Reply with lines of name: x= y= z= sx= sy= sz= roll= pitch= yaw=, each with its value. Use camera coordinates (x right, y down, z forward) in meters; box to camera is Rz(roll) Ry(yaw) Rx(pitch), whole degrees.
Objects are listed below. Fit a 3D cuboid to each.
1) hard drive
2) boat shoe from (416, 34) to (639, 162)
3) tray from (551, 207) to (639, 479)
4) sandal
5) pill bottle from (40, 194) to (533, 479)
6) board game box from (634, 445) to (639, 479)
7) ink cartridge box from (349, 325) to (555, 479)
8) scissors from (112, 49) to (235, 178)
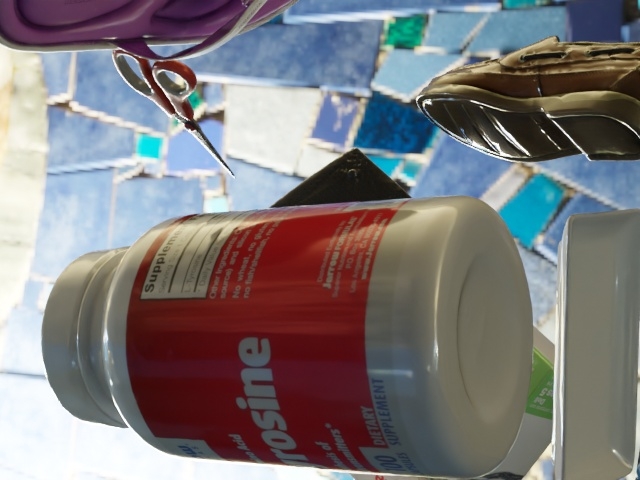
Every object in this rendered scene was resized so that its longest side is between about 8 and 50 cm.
hard drive: x=0.000 y=0.000 z=1.465 sx=0.172 sy=0.255 sz=0.054 roll=46 pitch=170 yaw=35
boat shoe: x=0.234 y=-0.149 z=1.105 sx=0.307 sy=0.104 sz=0.111 roll=15 pitch=158 yaw=49
tray: x=0.262 y=0.105 z=1.035 sx=0.030 sy=0.270 sz=0.145 roll=5 pitch=-173 yaw=41
sandal: x=-0.119 y=-0.234 z=0.992 sx=0.416 sy=0.169 sz=0.102 roll=-24 pitch=-128 yaw=-37
pill bottle: x=-0.039 y=0.085 z=0.951 sx=0.408 sy=0.228 sz=0.229 roll=-3 pitch=168 yaw=31
board game box: x=0.536 y=0.240 z=1.527 sx=0.165 sy=0.243 sz=0.042 roll=1 pitch=-169 yaw=-28
ink cartridge box: x=0.159 y=0.207 z=1.288 sx=0.115 sy=0.272 sz=0.198 roll=22 pitch=-162 yaw=-47
scissors: x=-0.183 y=-0.162 z=1.385 sx=0.109 sy=0.021 sz=0.297 roll=15 pitch=160 yaw=14
